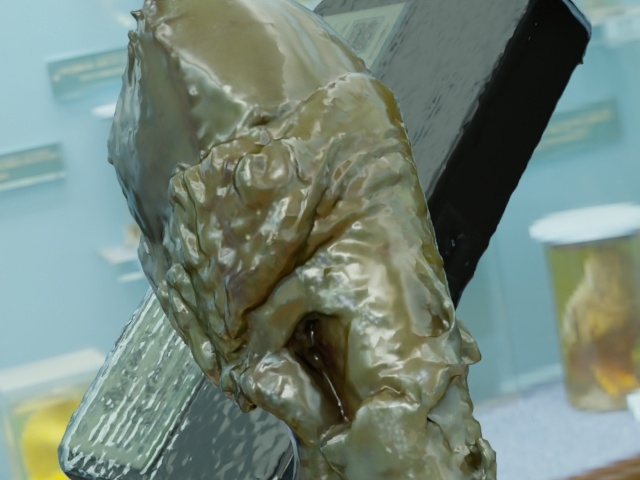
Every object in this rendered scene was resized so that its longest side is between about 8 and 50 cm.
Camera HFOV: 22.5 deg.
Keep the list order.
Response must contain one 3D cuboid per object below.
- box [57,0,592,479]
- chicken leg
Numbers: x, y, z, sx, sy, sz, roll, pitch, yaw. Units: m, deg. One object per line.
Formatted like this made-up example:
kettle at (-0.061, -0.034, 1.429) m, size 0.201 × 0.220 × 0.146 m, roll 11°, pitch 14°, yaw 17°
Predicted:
box at (0.000, 0.000, 0.887) m, size 0.211 × 0.058 × 0.350 m, roll 2°, pitch 58°, yaw 53°
chicken leg at (0.011, 0.031, 0.349) m, size 0.069 × 0.198 × 0.085 m, roll -14°, pitch -26°, yaw -22°
